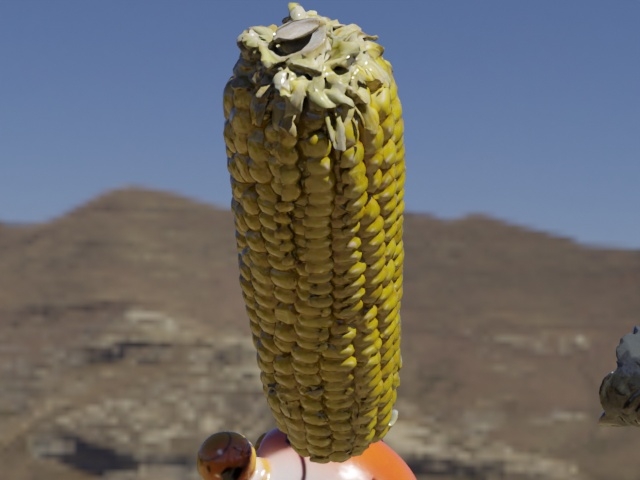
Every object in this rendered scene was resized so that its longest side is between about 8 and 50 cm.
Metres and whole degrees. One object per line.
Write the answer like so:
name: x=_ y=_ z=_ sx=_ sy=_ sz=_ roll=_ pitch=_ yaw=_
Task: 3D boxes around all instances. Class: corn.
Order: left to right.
corn: x=0.000 y=0.000 z=1.138 sx=0.115 sy=0.317 sz=0.115 roll=-1 pitch=40 yaw=1

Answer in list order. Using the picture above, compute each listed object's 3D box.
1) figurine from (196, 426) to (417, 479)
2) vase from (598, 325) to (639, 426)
figurine: x=0.013 y=0.290 z=1.872 sx=0.196 sy=0.320 sz=0.323 roll=-38 pitch=12 yaw=1
vase: x=0.411 y=0.174 z=1.927 sx=0.237 sy=0.115 sz=0.115 roll=18 pitch=2 yaw=23
